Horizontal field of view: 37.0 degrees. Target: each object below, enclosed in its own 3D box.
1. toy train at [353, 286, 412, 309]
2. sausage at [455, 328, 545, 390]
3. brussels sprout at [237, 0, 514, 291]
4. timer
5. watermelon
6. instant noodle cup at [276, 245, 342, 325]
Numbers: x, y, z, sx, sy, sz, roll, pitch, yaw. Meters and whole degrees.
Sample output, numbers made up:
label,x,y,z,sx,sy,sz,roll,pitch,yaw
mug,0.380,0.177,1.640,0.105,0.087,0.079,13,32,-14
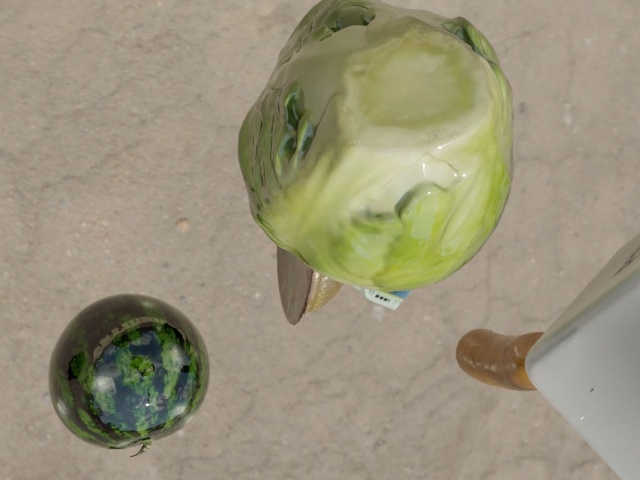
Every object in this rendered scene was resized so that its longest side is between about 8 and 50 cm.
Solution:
label,x,y,z,sx,sy,sz,roll,pitch,yaw
toy train,0.071,0.057,1.450,0.051,0.052,0.234,-52,153,7
sausage,0.328,0.205,1.634,0.109,0.270,0.109,2,84,-17
brussels sprout,0.046,-0.075,0.719,0.210,0.271,0.219,23,82,0
timer,0.299,0.070,0.679,0.195,0.192,0.194,-35,169,-45
watermelon,-0.312,0.215,1.582,0.269,0.269,0.269,-15,114,-37
instant noodle cup,0.000,0.000,1.506,0.090,0.274,0.274,3,104,-14
